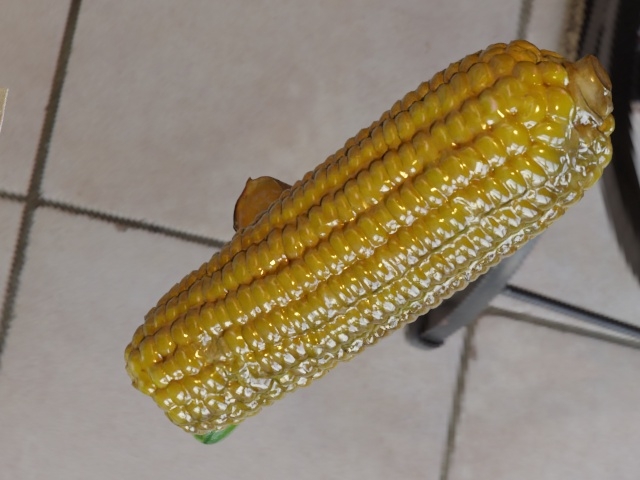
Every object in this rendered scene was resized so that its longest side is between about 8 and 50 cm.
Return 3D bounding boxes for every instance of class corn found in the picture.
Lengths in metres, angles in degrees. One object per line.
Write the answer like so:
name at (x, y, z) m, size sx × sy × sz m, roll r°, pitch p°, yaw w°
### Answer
corn at (0.026, 0.001, 0.893) m, size 0.363 × 0.120 × 0.120 m, roll -34°, pitch 98°, yaw 20°

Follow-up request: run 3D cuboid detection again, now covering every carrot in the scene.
carrot at (0.000, 0.000, 1.363) m, size 0.205 × 0.072 × 0.072 m, roll 25°, pitch 73°, yaw -51°

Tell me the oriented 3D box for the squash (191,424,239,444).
squash at (-0.072, 0.092, 1.590) m, size 0.082 × 0.082 × 0.292 m, roll 29°, pitch 90°, yaw -15°

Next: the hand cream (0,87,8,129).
hand cream at (-0.394, -0.117, 1.342) m, size 0.216 × 0.038 × 0.052 m, roll 2°, pitch 101°, yaw 15°
